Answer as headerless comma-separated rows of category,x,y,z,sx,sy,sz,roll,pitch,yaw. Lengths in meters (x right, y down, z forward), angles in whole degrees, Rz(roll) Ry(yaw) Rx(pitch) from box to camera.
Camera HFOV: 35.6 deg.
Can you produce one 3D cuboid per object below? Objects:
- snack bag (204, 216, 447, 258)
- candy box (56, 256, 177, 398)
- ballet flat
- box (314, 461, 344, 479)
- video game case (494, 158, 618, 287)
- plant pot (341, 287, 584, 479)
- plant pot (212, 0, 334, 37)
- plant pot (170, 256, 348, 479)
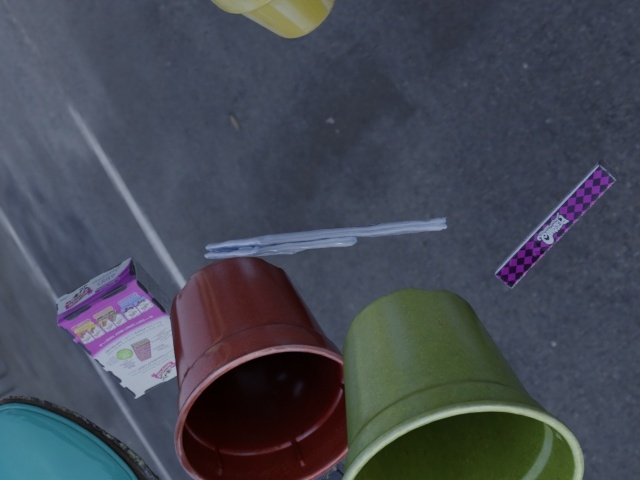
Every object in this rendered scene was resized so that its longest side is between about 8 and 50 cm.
snack bag,0.000,0.000,1.711,0.323,0.343,0.037,172,91,-68
candy box,-0.324,0.154,1.732,0.233,0.159,0.071,56,-171,-38
ballet flat,-0.227,0.368,1.256,0.483,0.164,0.182,34,169,2
box,-0.006,0.424,1.695,0.029,0.116,0.162,47,176,4
video game case,0.382,-0.031,1.599,0.042,0.232,0.210,43,-164,7
plant pot,0.133,0.201,1.181,0.254,0.276,0.276,-105,4,-52
plant pot,-0.099,-0.547,2.041,0.254,0.254,0.239,33,177,42
plant pot,-0.099,0.176,1.439,0.265,0.272,0.272,-118,13,-52
